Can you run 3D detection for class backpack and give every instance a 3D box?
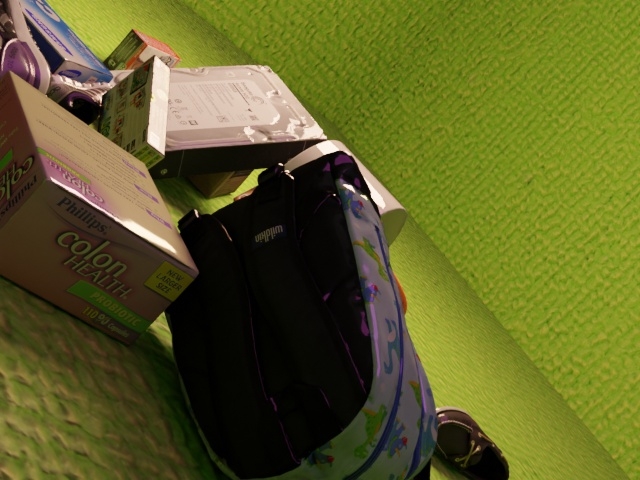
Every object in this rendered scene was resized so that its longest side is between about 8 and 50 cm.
[{"bbox_3d":[-0.019,0.122,1.229,0.273,0.290,0.356,55,10,-34],"label":"backpack"}]

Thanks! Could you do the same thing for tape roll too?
[{"bbox_3d":[0.002,-0.027,1.931,0.169,0.246,0.246,49,11,17],"label":"tape roll"}]

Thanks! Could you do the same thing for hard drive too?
[{"bbox_3d":[-0.187,-0.207,1.914,0.338,0.064,0.237,-7,43,-32],"label":"hard drive"}]

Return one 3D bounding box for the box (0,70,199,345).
[{"bbox_3d":[-0.277,-0.037,1.250,0.213,0.117,0.243,36,12,-40],"label":"box"}]

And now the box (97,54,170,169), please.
[{"bbox_3d":[-0.269,-0.166,1.623,0.036,0.114,0.207,40,30,-34],"label":"box"}]

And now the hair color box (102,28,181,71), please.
[{"bbox_3d":[-0.352,-0.356,2.265,0.053,0.093,0.167,47,11,13],"label":"hair color box"}]

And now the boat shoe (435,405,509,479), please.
[{"bbox_3d":[0.245,0.342,1.878,0.227,0.081,0.069,38,8,-45],"label":"boat shoe"}]

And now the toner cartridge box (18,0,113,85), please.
[{"bbox_3d":[-0.493,-0.365,1.808,0.348,0.075,0.165,47,12,12],"label":"toner cartridge box"}]

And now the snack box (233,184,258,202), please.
[{"bbox_3d":[-0.074,-0.092,2.143,0.064,0.178,0.022,50,-25,24],"label":"snack box"}]

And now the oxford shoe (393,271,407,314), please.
[{"bbox_3d":[0.036,0.024,2.203,0.364,0.130,0.133,47,5,12],"label":"oxford shoe"}]

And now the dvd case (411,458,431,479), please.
[{"bbox_3d":[0.083,0.245,1.377,0.180,0.022,0.253,-124,-155,-47],"label":"dvd case"}]

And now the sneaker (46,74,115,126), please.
[{"bbox_3d":[-0.351,-0.200,1.729,0.170,0.063,0.075,7,42,-54],"label":"sneaker"}]

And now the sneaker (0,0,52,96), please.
[{"bbox_3d":[-0.474,-0.297,1.553,0.124,0.107,0.283,19,27,-54],"label":"sneaker"}]

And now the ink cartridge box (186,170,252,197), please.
[{"bbox_3d":[-0.236,-0.191,2.087,0.234,0.088,0.193,44,11,2],"label":"ink cartridge box"}]
